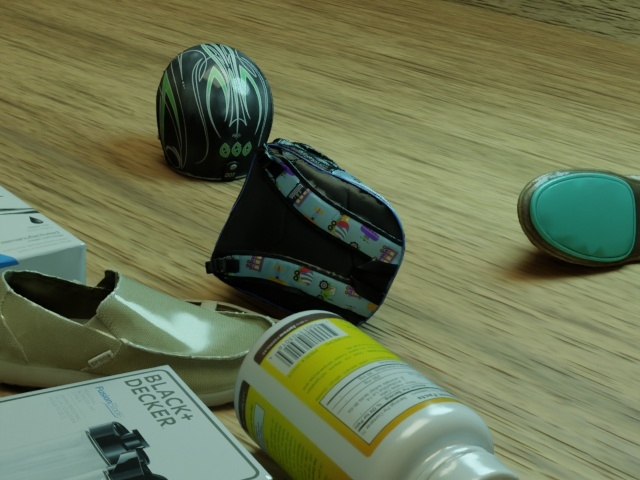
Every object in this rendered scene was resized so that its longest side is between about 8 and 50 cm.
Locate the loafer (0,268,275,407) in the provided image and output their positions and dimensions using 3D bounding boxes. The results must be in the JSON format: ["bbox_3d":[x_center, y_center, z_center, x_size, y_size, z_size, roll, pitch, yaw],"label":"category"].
[{"bbox_3d":[-0.158,0.076,0.873,0.268,0.092,0.102,3,23,-7],"label":"loafer"}]

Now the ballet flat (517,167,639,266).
[{"bbox_3d":[0.355,-0.033,1.253,0.342,0.116,0.124,-5,5,-24],"label":"ballet flat"}]

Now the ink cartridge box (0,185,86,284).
[{"bbox_3d":[-0.334,0.018,0.976,0.148,0.086,0.203,-16,32,-40],"label":"ink cartridge box"}]

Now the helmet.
[{"bbox_3d":[-0.140,-0.176,1.380,0.169,0.162,0.169,5,23,-2],"label":"helmet"}]

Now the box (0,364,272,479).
[{"bbox_3d":[-0.193,0.172,0.636,0.289,0.087,0.169,-7,23,-29],"label":"box"}]

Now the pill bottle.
[{"bbox_3d":[0.039,0.142,0.733,0.117,0.117,0.215,-11,28,-34],"label":"pill bottle"}]

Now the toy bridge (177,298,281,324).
[{"bbox_3d":[-0.106,0.077,0.968,0.188,0.026,0.063,6,22,0],"label":"toy bridge"}]

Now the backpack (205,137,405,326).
[{"bbox_3d":[0.000,0.000,1.022,0.173,0.158,0.117,26,9,12],"label":"backpack"}]
